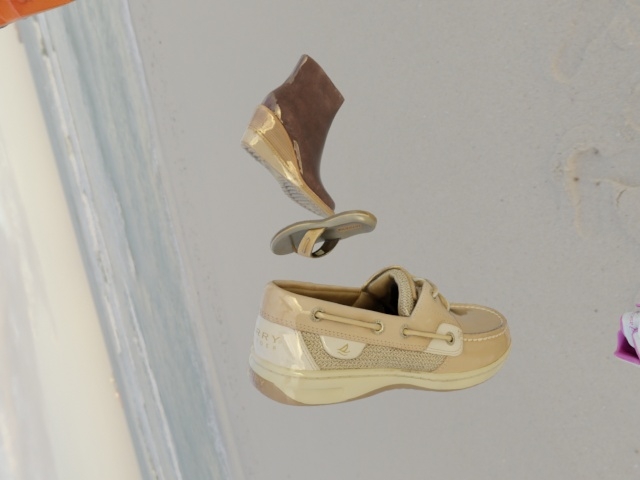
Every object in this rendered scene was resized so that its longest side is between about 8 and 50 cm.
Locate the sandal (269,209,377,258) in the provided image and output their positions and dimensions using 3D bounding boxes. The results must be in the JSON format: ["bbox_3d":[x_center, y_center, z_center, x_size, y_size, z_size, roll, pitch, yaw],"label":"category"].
[{"bbox_3d":[0.000,0.000,0.716,0.180,0.072,0.049,-13,67,25],"label":"sandal"}]

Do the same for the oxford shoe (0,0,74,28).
[{"bbox_3d":[-0.346,-0.182,0.363,0.132,0.363,0.130,14,131,42],"label":"oxford shoe"}]

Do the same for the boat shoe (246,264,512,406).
[{"bbox_3d":[0.091,0.088,0.510,0.121,0.341,0.110,22,108,53],"label":"boat shoe"}]

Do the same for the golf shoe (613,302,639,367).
[{"bbox_3d":[0.476,0.117,0.621,0.140,0.115,0.306,15,152,26],"label":"golf shoe"}]

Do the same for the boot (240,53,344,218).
[{"bbox_3d":[-0.008,-0.181,0.879,0.248,0.207,0.090,44,164,-33],"label":"boot"}]
